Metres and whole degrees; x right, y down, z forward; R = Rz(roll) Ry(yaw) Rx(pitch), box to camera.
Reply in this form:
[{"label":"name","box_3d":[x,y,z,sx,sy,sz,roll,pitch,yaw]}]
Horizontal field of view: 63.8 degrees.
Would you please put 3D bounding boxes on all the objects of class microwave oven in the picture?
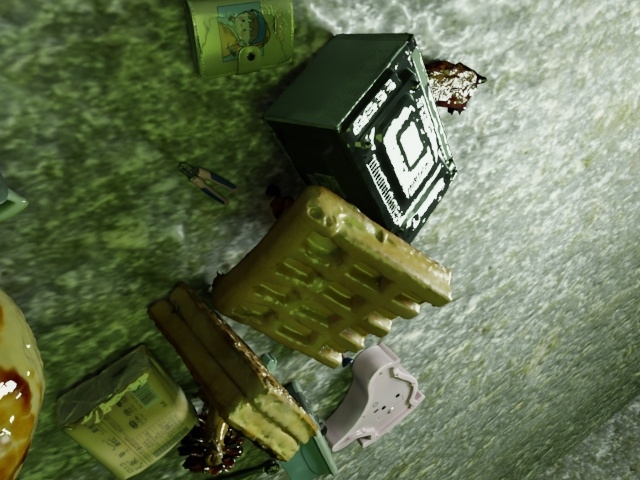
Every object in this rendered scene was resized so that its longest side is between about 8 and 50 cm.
[{"label":"microwave oven","box_3d":[0.088,-0.153,0.852,0.237,0.181,0.295,-53,137,-20]}]

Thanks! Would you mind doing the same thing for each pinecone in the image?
[{"label":"pinecone","box_3d":[-0.226,0.419,1.074,0.140,0.140,0.120,1,89,-36]}]

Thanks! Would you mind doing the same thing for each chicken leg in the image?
[{"label":"chicken leg","box_3d":[0.223,-0.289,0.977,0.234,0.063,0.105,-9,118,-29]},{"label":"chicken leg","box_3d":[-0.202,0.334,0.999,0.101,0.207,0.085,-14,130,14]}]

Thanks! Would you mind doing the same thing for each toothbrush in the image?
[{"label":"toothbrush","box_3d":[-0.232,0.584,1.245,0.298,0.031,0.030,-1,93,-34]}]

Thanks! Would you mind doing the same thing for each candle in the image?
[{"label":"candle","box_3d":[0.000,0.000,1.014,0.051,0.048,0.329,-54,135,-5]}]

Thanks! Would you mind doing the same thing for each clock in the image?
[{"label":"clock","box_3d":[0.119,0.427,1.359,0.290,0.080,0.275,-38,133,-11]}]

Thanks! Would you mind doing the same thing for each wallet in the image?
[{"label":"wallet","box_3d":[-0.112,-0.298,0.745,0.155,0.039,0.110,-19,126,-24]}]

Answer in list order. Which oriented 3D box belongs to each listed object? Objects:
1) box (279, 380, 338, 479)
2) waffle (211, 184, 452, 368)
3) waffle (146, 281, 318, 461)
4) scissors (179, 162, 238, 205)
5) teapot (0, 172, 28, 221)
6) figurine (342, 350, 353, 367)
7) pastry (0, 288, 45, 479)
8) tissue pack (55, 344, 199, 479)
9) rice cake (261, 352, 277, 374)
[{"label":"box","box_3d":[-0.046,0.459,1.211,0.130,0.162,0.226,-25,130,-7]},{"label":"waffle","box_3d":[0.002,0.084,0.891,0.304,0.077,0.348,29,132,-21]},{"label":"waffle","box_3d":[-0.149,0.219,0.871,0.091,0.308,0.212,-43,135,-10]},{"label":"scissors","box_3d":[-0.185,-0.095,0.843,0.113,0.012,0.039,30,98,-44]},{"label":"teapot","box_3d":[-0.444,-0.053,0.636,0.091,0.092,0.124,-30,127,6]},{"label":"figurine","box_3d":[0.005,0.187,1.116,0.102,0.111,0.195,-52,128,-11]},{"label":"pastry","box_3d":[-0.515,0.206,0.576,0.389,0.313,0.388,-16,113,-41]},{"label":"tissue pack","box_3d":[-0.346,0.322,0.949,0.186,0.090,0.222,-35,134,-16]},{"label":"rice cake","box_3d":[-0.134,0.326,1.142,0.029,0.033,0.170,0,117,-40]}]
